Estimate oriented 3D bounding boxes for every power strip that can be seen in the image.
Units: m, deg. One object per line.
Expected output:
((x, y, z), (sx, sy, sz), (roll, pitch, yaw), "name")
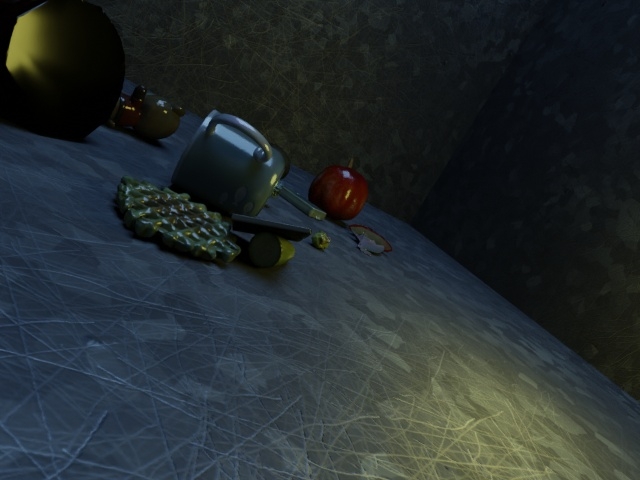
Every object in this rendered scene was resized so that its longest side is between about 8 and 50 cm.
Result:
((-0.090, -0.178, 2.324), (0.270, 0.046, 0.118), (37, 13, 32), "power strip")

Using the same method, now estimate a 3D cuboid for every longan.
((-0.249, -0.388, 2.484), (0.198, 0.198, 0.212), (21, 27, -37), "longan")

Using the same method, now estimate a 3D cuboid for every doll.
((-0.678, -0.476, 1.839), (0.330, 0.235, 0.174), (10, 65, -40), "doll")

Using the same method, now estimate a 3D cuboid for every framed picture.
((-0.132, -0.028, 1.279), (0.192, 0.018, 0.265), (11, -6, -9), "framed picture")

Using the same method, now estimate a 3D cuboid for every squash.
((-0.117, 0.025, 1.341), (0.094, 0.094, 0.224), (32, 5, 11), "squash")

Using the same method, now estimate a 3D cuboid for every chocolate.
((-0.779, -0.506, 1.359), (0.332, 0.383, 0.384), (21, 9, 17), "chocolate")

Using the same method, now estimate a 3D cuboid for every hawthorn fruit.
((0.101, -0.267, 2.480), (0.287, 0.330, 0.287), (23, 1, -1), "hawthorn fruit")

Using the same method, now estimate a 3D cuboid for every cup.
((-0.249, -0.236, 1.491), (0.275, 0.259, 0.357), (31, -30, -12), "cup")

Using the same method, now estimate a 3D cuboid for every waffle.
((-0.329, -0.048, 1.165), (0.292, 0.056, 0.309), (22, 15, -36), "waffle")

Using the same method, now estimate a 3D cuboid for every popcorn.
((-0.001, -0.003, 1.772), (0.068, 0.059, 0.083), (27, 4, -14), "popcorn")

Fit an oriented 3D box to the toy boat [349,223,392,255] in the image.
((0.241, 0.012, 2.289), (0.219, 0.071, 0.318), (23, 16, -16), "toy boat")

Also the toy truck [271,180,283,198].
((-0.304, -0.246, 1.895), (0.339, 0.132, 0.184), (18, 26, -35), "toy truck")
